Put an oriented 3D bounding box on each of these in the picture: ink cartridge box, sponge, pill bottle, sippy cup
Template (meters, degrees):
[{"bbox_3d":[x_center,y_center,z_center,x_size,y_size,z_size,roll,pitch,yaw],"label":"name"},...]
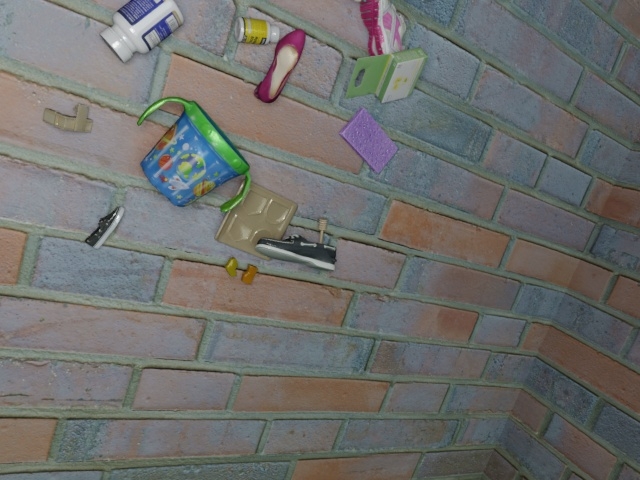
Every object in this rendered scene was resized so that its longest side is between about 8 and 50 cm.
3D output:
[{"bbox_3d":[0.208,-0.514,1.530,0.235,0.056,0.171,-20,157,-22],"label":"ink cartridge box"},{"bbox_3d":[0.166,-0.338,1.641,0.210,0.031,0.117,41,87,-33],"label":"sponge"},{"bbox_3d":[-0.443,-0.531,1.190,0.186,0.112,0.112,-43,122,-8],"label":"pill bottle"},{"bbox_3d":[-0.349,-0.216,1.308,0.224,0.240,0.305,-40,84,3],"label":"sippy cup"},{"bbox_3d":[-0.177,-0.582,1.343,0.116,0.065,0.065,-5,111,-26],"label":"pill bottle"}]

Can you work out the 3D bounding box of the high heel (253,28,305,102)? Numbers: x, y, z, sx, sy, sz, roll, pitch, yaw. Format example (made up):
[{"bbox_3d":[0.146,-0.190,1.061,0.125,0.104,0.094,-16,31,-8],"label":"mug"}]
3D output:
[{"bbox_3d":[-0.103,-0.502,1.381,0.082,0.117,0.244,40,87,-33],"label":"high heel"}]

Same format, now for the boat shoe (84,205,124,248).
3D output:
[{"bbox_3d":[-0.596,-0.040,1.331,0.040,0.049,0.142,35,92,-33],"label":"boat shoe"}]

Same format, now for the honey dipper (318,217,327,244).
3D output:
[{"bbox_3d":[0.000,0.000,1.681,0.030,0.030,0.161,-3,113,-27],"label":"honey dipper"}]

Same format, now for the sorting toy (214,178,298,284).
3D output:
[{"bbox_3d":[-0.226,-0.021,1.548,0.229,0.041,0.307,24,96,-37],"label":"sorting toy"}]

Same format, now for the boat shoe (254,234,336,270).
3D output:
[{"bbox_3d":[-0.076,0.028,1.590,0.302,0.114,0.091,19,73,-37],"label":"boat shoe"}]

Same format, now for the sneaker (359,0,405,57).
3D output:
[{"bbox_3d":[0.201,-0.679,1.498,0.111,0.103,0.252,-27,127,-19],"label":"sneaker"}]

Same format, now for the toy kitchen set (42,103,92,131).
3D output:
[{"bbox_3d":[-0.633,-0.319,1.216,0.083,0.075,0.068,-18,129,-67],"label":"toy kitchen set"}]
